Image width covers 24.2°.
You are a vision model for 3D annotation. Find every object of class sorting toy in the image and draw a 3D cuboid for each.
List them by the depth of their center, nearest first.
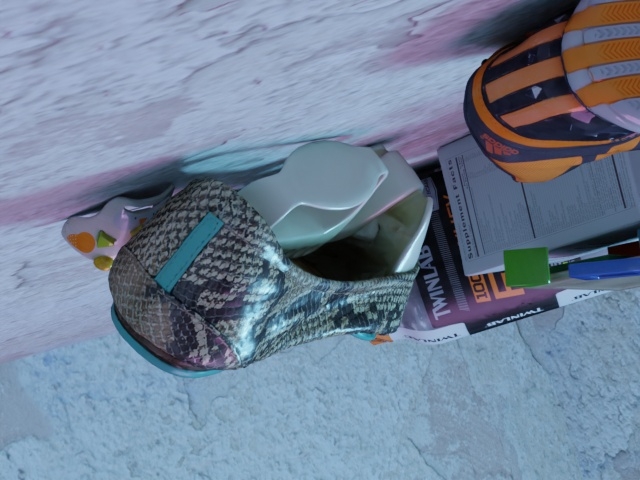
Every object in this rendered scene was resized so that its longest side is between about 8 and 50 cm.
[{"bbox_3d":[-0.143,-0.017,1.132,0.083,0.045,0.075,-15,157,-34],"label":"sorting toy"},{"bbox_3d":[0.297,0.015,1.342,0.196,0.047,0.348,-8,172,38],"label":"sorting toy"}]

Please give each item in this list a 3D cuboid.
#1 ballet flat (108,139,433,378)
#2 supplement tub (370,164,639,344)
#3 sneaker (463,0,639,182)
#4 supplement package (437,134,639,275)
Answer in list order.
[{"bbox_3d":[0.000,0.000,1.221,0.182,0.164,0.483,-53,165,15],"label":"ballet flat"},{"bbox_3d":[0.184,-0.001,1.646,0.316,0.193,0.193,-19,176,7],"label":"supplement tub"},{"bbox_3d":[0.226,-0.110,0.946,0.321,0.124,0.180,-2,173,-32],"label":"sneaker"},{"bbox_3d":[0.246,-0.061,1.411,0.134,0.139,0.244,-7,172,-36],"label":"supplement package"}]
